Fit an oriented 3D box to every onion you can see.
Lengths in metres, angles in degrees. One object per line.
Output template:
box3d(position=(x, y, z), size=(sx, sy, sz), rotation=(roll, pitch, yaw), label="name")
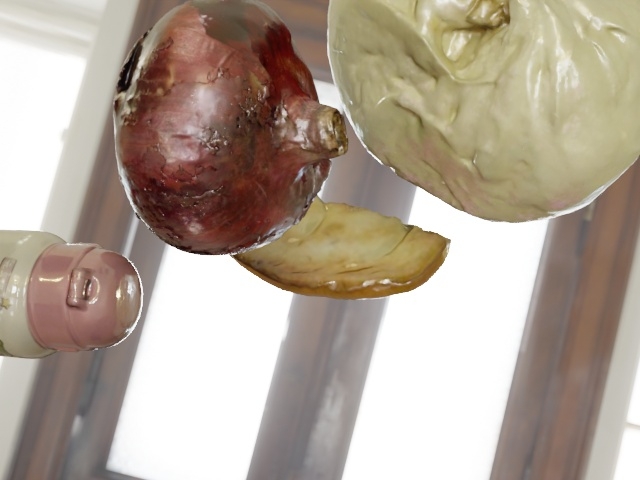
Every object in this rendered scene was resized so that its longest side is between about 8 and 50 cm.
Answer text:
box3d(position=(-0.073, -0.102, 1.160), size=(0.219, 0.252, 0.252), rotation=(3, -11, 24), label="onion")

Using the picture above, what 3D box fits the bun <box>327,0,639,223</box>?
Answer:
box3d(position=(0.176, -0.196, 1.160), size=(0.361, 0.361, 0.213), rotation=(12, -7, 14), label="bun")

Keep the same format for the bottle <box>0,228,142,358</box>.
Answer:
box3d(position=(-0.280, 0.048, 1.111), size=(0.253, 0.120, 0.120), rotation=(3, -11, 22), label="bottle")

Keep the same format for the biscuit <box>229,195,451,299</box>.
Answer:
box3d(position=(-0.001, 0.003, 1.487), size=(0.299, 0.154, 0.045), rotation=(23, -31, 29), label="biscuit")
